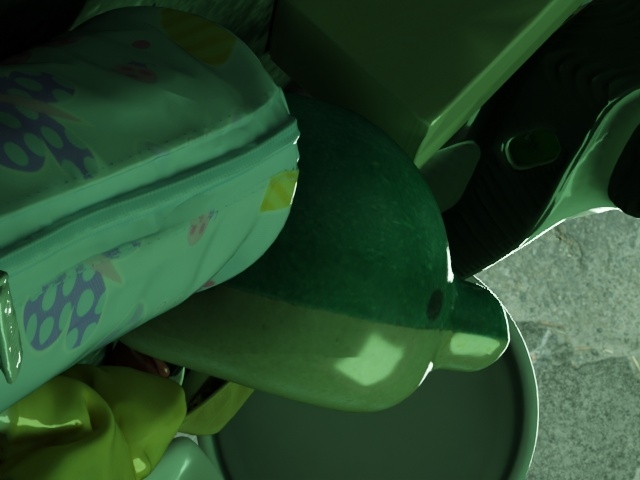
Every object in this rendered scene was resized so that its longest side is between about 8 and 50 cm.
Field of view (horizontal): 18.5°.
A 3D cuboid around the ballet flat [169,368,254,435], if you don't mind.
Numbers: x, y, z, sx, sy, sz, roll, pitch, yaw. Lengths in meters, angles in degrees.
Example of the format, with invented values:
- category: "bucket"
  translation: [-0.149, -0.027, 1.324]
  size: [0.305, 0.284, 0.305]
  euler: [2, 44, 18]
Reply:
- category: "ballet flat"
  translation: [-0.058, 0.063, 1.412]
  size: [0.073, 0.080, 0.232]
  euler: [2, 134, -40]

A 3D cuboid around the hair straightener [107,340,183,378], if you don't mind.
- category: "hair straightener"
  translation: [-0.101, 0.079, 1.320]
  size: [0.089, 0.047, 0.230]
  euler: [-44, 172, -21]

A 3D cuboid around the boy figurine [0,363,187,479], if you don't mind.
- category: "boy figurine"
  translation: [-0.153, 0.145, 1.072]
  size: [0.092, 0.177, 0.285]
  euler: [-9, -152, 21]

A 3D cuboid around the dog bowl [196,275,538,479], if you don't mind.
- category: "dog bowl"
  translation: [0.036, 0.135, 1.551]
  size: [0.265, 0.265, 0.104]
  euler: [-47, 174, -5]

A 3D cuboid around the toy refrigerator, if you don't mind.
- category: "toy refrigerator"
  translation: [0.101, -0.165, 1.021]
  size: [0.269, 0.102, 0.094]
  euler: [-46, 172, -16]

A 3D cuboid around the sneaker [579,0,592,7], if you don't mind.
- category: "sneaker"
  translation: [0.178, -0.204, 1.332]
  size: [0.121, 0.111, 0.300]
  euler: [-6, 142, -50]

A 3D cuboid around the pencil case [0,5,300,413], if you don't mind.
- category: "pencil case"
  translation: [-0.106, -0.004, 0.630]
  size: [0.124, 0.113, 0.273]
  euler: [-27, -177, 26]

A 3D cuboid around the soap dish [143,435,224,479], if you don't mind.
- category: "soap dish"
  translation: [-0.128, 0.270, 1.208]
  size: [0.118, 0.229, 0.291]
  euler: [-33, -178, 33]

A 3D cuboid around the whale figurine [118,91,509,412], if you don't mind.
- category: "whale figurine"
  translation: [0.000, 0.000, 1.001]
  size: [0.272, 0.216, 0.141]
  euler: [1, 104, -68]

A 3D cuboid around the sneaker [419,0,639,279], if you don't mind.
- category: "sneaker"
  translation: [0.190, -0.108, 1.194]
  size: [0.447, 0.169, 0.257]
  euler: [-13, -161, 17]
